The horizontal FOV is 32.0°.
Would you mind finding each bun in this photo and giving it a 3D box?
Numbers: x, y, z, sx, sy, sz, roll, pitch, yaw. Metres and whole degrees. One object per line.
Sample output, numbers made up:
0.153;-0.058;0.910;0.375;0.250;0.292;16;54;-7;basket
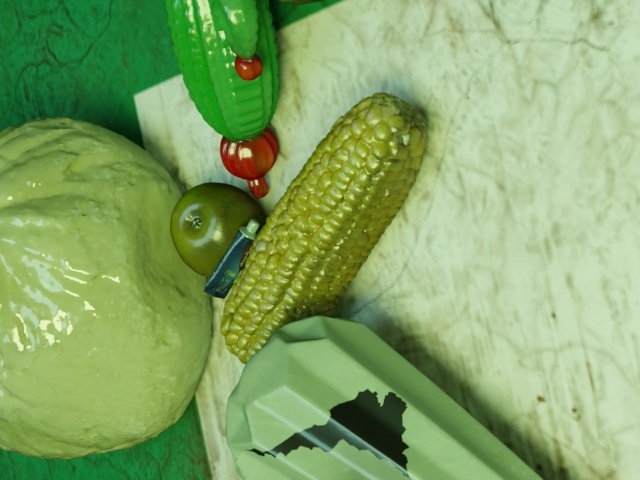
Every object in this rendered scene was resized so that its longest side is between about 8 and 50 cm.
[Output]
-0.282;0.059;1.118;0.349;0.227;0.352;54;129;20;bun

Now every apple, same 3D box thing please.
-0.096;-0.009;1.037;0.090;0.074;0.089;-5;80;28;apple

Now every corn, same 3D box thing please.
0.000;0.000;0.943;0.101;0.101;0.291;49;127;26;corn

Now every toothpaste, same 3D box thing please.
-0.077;0.017;0.996;0.083;0.027;0.019;-59;42;19;toothpaste

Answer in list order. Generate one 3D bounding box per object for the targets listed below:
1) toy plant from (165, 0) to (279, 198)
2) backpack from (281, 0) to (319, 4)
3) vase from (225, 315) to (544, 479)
-0.085;-0.163;0.987;0.240;0.088;0.154;89;156;-52;toy plant
0.012;-0.322;0.867;0.207;0.140;0.253;-15;77;40;backpack
0.096;0.199;0.845;0.360;0.165;0.165;31;116;27;vase
